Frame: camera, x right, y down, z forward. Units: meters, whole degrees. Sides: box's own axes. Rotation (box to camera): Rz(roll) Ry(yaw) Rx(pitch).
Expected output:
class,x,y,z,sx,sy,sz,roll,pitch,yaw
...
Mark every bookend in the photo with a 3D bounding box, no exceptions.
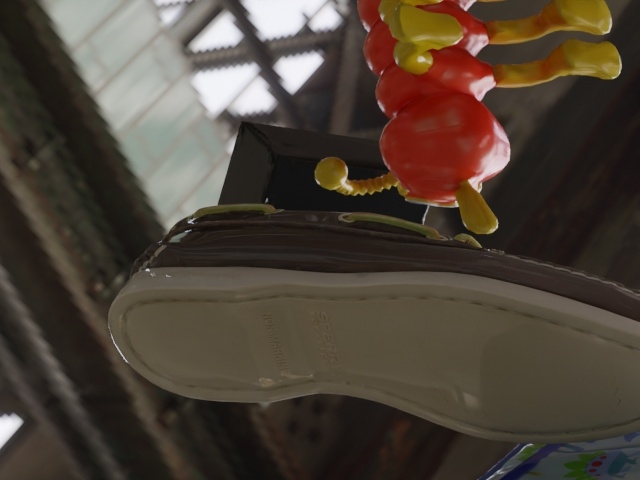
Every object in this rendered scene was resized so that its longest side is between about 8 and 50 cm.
class,x,y,z,sx,sy,sz,roll,pitch,yaw
bookend,0.000,0.000,1.548,0.072,0.157,0.156,46,-55,55

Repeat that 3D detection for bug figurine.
class,x,y,z,sx,sy,sz,roll,pitch,yaw
bug figurine,0.105,-0.088,0.679,0.279,0.216,0.072,9,-25,-35

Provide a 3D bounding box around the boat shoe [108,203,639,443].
class,x,y,z,sx,sy,sz,roll,pitch,yaw
boat shoe,0.047,0.037,1.104,0.324,0.096,0.116,3,-50,20

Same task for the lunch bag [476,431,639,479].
class,x,y,z,sx,sy,sz,roll,pitch,yaw
lunch bag,0.156,0.159,1.065,0.176,0.219,0.090,-3,-78,34
